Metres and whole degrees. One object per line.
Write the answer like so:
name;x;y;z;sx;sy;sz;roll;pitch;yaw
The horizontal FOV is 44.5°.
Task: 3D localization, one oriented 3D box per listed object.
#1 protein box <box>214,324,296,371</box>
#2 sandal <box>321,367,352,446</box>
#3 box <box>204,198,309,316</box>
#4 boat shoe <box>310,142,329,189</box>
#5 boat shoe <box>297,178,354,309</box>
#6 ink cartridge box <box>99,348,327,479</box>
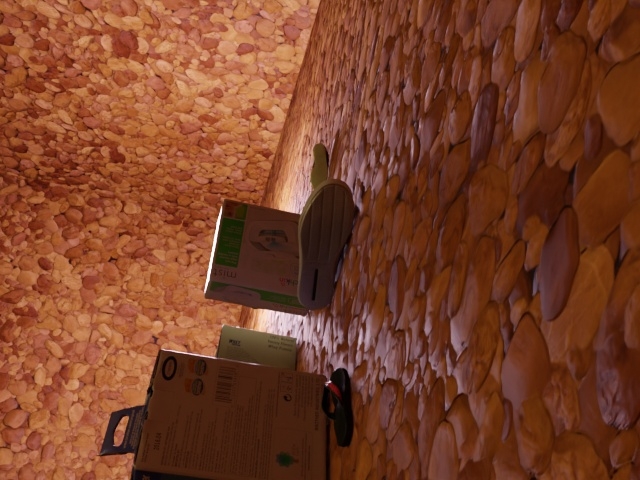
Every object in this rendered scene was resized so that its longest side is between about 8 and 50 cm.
protein box;-0.173;0.346;1.977;0.201;0.199;0.136;-89;13;-50
sandal;0.025;0.273;1.320;0.179;0.040;0.067;-96;19;-63
box;-0.140;0.046;1.953;0.127;0.261;0.231;116;164;-59
boat shoe;0.001;-0.190;2.081;0.042;0.048;0.133;47;-138;-66
boat shoe;0.000;0.000;1.628;0.094;0.109;0.302;-90;11;-60
ink cartridge box;-0.193;0.359;1.437;0.270;0.395;0.151;-89;13;-50
